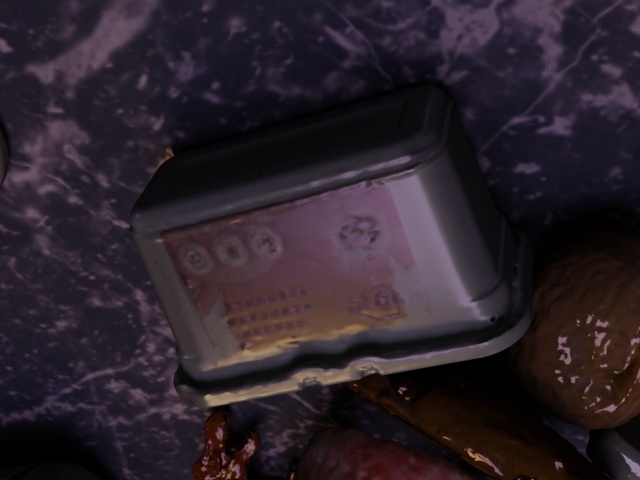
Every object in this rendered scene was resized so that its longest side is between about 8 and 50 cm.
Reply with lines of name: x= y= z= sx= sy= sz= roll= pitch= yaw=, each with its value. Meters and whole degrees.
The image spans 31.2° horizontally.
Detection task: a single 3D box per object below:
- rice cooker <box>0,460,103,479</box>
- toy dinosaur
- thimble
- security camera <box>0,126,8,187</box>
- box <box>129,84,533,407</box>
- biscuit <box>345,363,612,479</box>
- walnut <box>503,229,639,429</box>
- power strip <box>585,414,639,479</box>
rice cooker: x=-0.357 y=0.386 z=1.243 sx=0.277 sy=0.288 sz=0.288 roll=-12 pitch=126 yaw=19
toy dinosaur: x=-0.036 y=0.362 z=1.285 sx=0.208 sy=0.097 sz=0.432 roll=7 pitch=128 yaw=16
thimble: x=0.075 y=0.300 z=1.113 sx=0.239 sy=0.162 sz=0.239 roll=24 pitch=160 yaw=9
security camera: x=-0.418 y=-0.103 z=0.981 sx=0.301 sy=0.080 sz=0.157 roll=26 pitch=127 yaw=-16
box: x=0.000 y=0.000 z=0.948 sx=0.311 sy=0.175 sz=0.182 roll=-14 pitch=116 yaw=19
biscuit: x=0.142 y=0.166 z=1.019 sx=0.296 sy=0.296 sz=0.075 roll=36 pitch=82 yaw=-19
walnut: x=0.240 y=0.072 z=0.971 sx=0.155 sy=0.155 sz=0.184 roll=16 pitch=126 yaw=-4
power strip: x=0.357 y=0.239 z=1.056 sx=0.270 sy=0.118 sz=0.046 roll=39 pitch=118 yaw=7
